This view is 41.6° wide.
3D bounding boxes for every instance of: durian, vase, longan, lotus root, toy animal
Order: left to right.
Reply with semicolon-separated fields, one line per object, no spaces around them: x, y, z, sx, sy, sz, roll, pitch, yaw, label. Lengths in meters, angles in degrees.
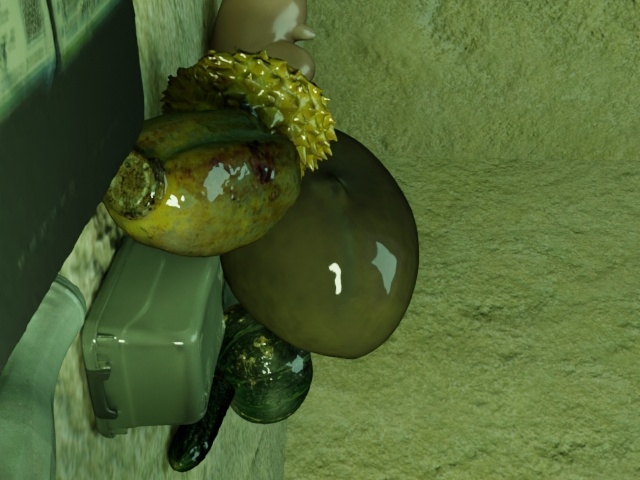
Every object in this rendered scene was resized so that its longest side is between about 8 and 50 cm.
-0.162;0.103;0.411;0.214;0.086;0.086;-93;-178;-50;vase
-0.101;-0.051;0.748;0.241;0.124;0.123;-21;137;-60;lotus root
-0.085;-0.102;0.937;0.250;0.183;0.138;89;24;-58;durian
-0.083;-0.267;1.205;0.166;0.154;0.250;146;-55;-68;toy animal
0.000;0.000;1.149;0.350;0.288;0.288;-118;-159;-47;longan

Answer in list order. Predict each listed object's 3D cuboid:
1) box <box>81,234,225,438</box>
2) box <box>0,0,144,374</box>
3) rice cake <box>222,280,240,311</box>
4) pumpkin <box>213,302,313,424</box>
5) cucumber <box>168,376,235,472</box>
-0.138;0.080;0.742;0.172;0.092;0.124;-85;176;-57;box
-0.165;-0.099;0.455;0.350;0.058;0.211;-85;173;-62;box
-0.139;0.144;1.416;0.127;0.043;0.237;87;3;-69;rice cake
-0.090;0.179;1.237;0.190;0.146;0.190;24;-61;52;pumpkin
-0.153;0.230;1.068;0.052;0.058;0.215;46;12;-6;cucumber
